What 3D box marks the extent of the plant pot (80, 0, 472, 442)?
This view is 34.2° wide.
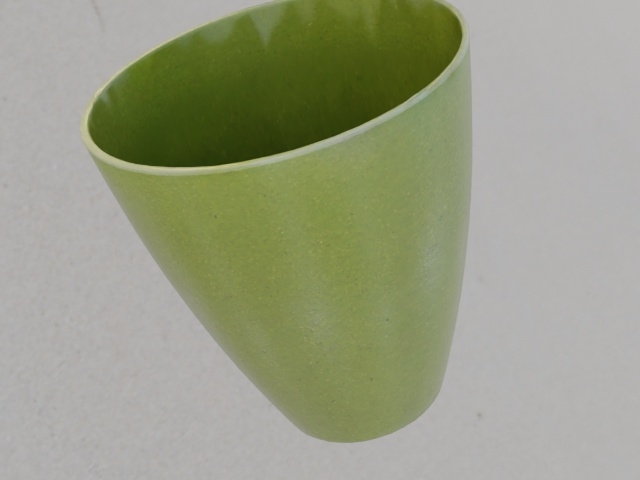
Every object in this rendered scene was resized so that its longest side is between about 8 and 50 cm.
[{"bbox_3d":[0.000,0.000,0.790,0.275,0.274,0.293,-83,160,-56],"label":"plant pot"}]
